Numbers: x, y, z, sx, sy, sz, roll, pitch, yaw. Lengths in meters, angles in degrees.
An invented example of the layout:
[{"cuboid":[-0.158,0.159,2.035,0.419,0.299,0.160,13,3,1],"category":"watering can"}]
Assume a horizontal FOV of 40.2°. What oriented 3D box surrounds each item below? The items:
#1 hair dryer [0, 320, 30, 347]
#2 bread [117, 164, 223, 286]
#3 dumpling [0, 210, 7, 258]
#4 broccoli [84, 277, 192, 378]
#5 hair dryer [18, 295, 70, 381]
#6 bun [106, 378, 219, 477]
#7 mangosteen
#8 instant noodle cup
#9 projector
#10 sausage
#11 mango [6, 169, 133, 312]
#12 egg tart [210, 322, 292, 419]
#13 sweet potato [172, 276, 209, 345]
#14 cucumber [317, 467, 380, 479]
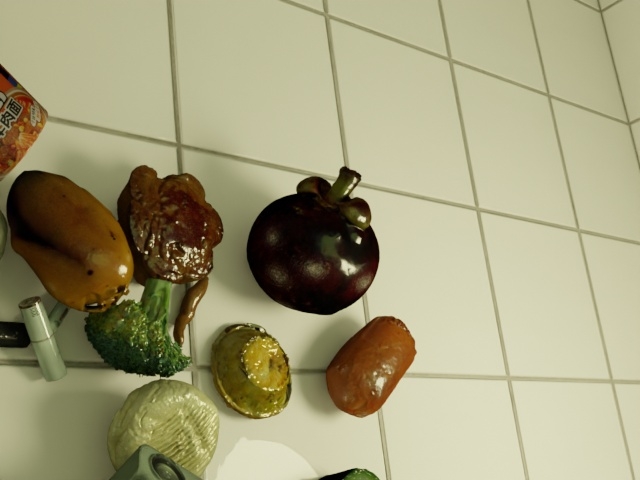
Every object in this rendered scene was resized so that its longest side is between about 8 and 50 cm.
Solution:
[{"cuboid":[-0.610,0.146,1.488,0.251,0.089,0.197,17,58,-46],"category":"hair dryer"},{"cuboid":[-0.305,-0.017,1.772,0.232,0.135,0.247,7,67,-39],"category":"bread"},{"cuboid":[-0.611,-0.007,1.518,0.136,0.118,0.199,12,26,-34],"category":"dumpling"},{"cuboid":[-0.331,0.158,1.642,0.219,0.194,0.194,14,56,5],"category":"broccoli"},{"cuboid":[-0.475,0.149,1.613,0.183,0.044,0.155,-58,140,-64],"category":"hair dryer"},{"cuboid":[-0.301,0.355,1.611,0.220,0.134,0.221,-10,106,-39],"category":"bun"},{"cuboid":[-0.004,0.018,1.910,0.297,0.293,0.297,29,45,-33],"category":"mangosteen"},{"cuboid":[-0.616,-0.217,1.532,0.192,0.250,0.250,41,49,-31],"category":"instant noodle cup"},{"cuboid":[-0.275,0.500,1.512,0.250,0.198,0.108,40,9,-21],"category":"projector"},{"cuboid":[0.113,0.284,1.988,0.141,0.153,0.268,46,47,-3],"category":"sausage"},{"cuboid":[-0.452,0.000,1.582,0.287,0.153,0.201,47,46,10],"category":"mango"},{"cuboid":[-0.132,0.270,1.833,0.212,0.090,0.213,22,54,-35],"category":"egg tart"},{"cuboid":[-0.271,0.143,1.796,0.044,0.044,0.179,39,51,-22],"category":"sweet potato"},{"cuboid":[0.049,0.573,1.834,0.191,0.130,0.191,25,52,-38],"category":"cucumber"}]
